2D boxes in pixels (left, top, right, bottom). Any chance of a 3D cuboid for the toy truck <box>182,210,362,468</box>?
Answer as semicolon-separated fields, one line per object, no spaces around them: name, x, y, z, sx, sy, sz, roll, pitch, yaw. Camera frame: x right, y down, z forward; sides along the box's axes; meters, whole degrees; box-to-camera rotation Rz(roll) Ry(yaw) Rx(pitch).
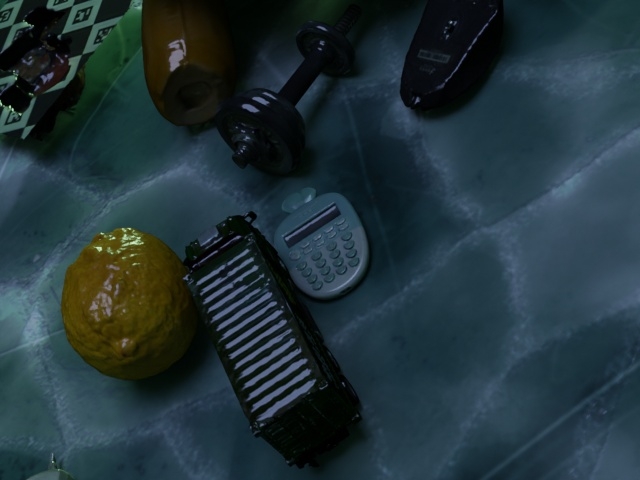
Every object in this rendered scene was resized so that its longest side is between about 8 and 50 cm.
toy truck;-0.051;0.083;1.049;0.088;0.121;0.259;-34;50;5

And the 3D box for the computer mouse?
computer mouse;0.146;-0.209;1.215;0.099;0.057;0.172;24;83;41

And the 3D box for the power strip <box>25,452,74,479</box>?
power strip;-0.274;0.295;1.102;0.047;0.030;0.191;-20;48;18

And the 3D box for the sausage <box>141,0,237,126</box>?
sausage;-0.179;-0.297;1.445;0.116;0.134;0.354;-13;49;0

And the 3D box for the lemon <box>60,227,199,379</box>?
lemon;-0.198;0.063;1.160;0.142;0.142;0.187;-28;42;12

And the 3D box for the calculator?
calculator;0.000;0.000;1.164;0.095;0.021;0.153;-33;45;6

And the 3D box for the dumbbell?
dumbbell;-0.023;-0.180;1.274;0.110;0.110;0.255;13;58;40

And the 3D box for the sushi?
sushi;-0.404;-0.258;1.611;0.292;0.059;0.294;18;68;41
